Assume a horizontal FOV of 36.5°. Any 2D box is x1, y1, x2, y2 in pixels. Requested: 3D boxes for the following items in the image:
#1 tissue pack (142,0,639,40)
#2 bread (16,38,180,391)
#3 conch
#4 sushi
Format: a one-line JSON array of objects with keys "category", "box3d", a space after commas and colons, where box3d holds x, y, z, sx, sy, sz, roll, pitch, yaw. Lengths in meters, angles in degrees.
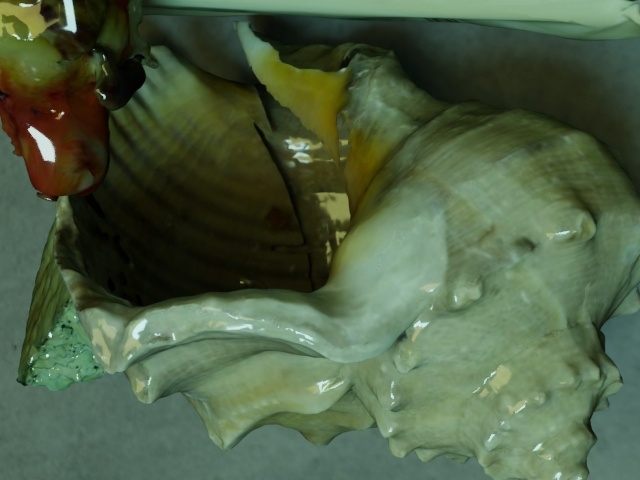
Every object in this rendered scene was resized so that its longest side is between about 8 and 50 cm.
[{"category": "tissue pack", "box3d": [0.012, -0.265, 0.434, 0.405, 0.205, 0.332, 9, 106, 27]}, {"category": "bread", "box3d": [-0.125, -0.008, 0.585, 0.172, 0.064, 0.232, 34, 111, 64]}, {"category": "conch", "box3d": [0.000, 0.011, 0.470, 0.324, 0.263, 0.186, 39, 130, 51]}, {"category": "sushi", "box3d": [-0.117, -0.126, 0.370, 0.097, 0.103, 0.226, -1, 108, 3]}]
